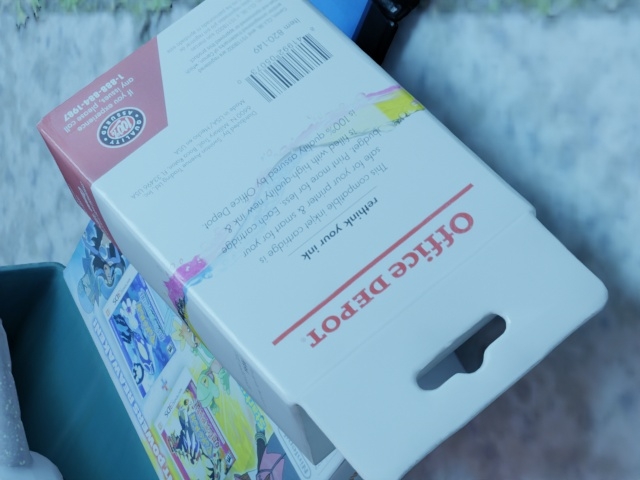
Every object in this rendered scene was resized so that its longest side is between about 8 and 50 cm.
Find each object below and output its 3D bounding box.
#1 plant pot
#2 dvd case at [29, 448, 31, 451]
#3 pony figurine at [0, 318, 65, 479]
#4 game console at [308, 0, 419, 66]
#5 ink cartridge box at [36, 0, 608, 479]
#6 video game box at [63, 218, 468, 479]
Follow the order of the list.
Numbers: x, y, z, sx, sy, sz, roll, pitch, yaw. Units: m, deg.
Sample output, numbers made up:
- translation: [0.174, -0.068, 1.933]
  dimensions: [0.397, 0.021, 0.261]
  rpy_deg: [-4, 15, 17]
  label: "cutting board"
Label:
- translation: [-0.224, 0.154, 0.798]
  dimensions: [0.234, 0.165, 0.165]
  rpy_deg: [-55, 53, 39]
  label: "plant pot"
- translation: [-0.150, 0.257, 0.854]
  dimensions: [0.221, 0.018, 0.164]
  rpy_deg: [52, 131, 32]
  label: "dvd case"
- translation: [-0.070, 0.246, 0.578]
  dimensions: [0.363, 0.303, 0.351]
  rpy_deg: [31, 117, 18]
  label: "pony figurine"
- translation: [-0.021, -0.123, 0.611]
  dimensions: [0.071, 0.107, 0.122]
  rpy_deg: [-44, 59, 11]
  label: "game console"
- translation: [0.000, 0.000, 0.542]
  dimensions: [0.198, 0.115, 0.067]
  rpy_deg: [46, 166, 25]
  label: "ink cartridge box"
- translation: [-0.038, 0.037, 0.664]
  dimensions: [0.187, 0.048, 0.205]
  rpy_deg: [-54, 55, 40]
  label: "video game box"
